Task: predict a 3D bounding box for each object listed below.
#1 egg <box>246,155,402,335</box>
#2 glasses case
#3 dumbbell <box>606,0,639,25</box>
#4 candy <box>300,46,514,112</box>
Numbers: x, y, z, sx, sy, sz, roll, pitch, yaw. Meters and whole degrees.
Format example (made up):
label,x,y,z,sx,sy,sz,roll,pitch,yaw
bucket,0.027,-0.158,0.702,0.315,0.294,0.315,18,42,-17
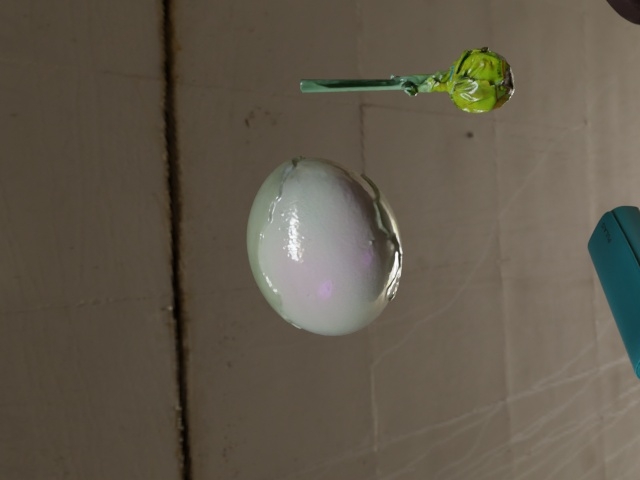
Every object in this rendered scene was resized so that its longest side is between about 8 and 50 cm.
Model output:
label,x,y,z,sx,sy,sz,roll,pitch,yaw
egg,0.000,0.000,1.008,0.217,0.183,0.183,60,-136,-40
glasses case,0.488,0.074,1.341,0.301,0.070,0.117,-86,4,-54
dumbbell,0.425,-0.337,0.954,0.124,0.225,0.140,26,-110,-20
candy,0.106,-0.193,1.060,0.073,0.262,0.077,89,-179,-48
